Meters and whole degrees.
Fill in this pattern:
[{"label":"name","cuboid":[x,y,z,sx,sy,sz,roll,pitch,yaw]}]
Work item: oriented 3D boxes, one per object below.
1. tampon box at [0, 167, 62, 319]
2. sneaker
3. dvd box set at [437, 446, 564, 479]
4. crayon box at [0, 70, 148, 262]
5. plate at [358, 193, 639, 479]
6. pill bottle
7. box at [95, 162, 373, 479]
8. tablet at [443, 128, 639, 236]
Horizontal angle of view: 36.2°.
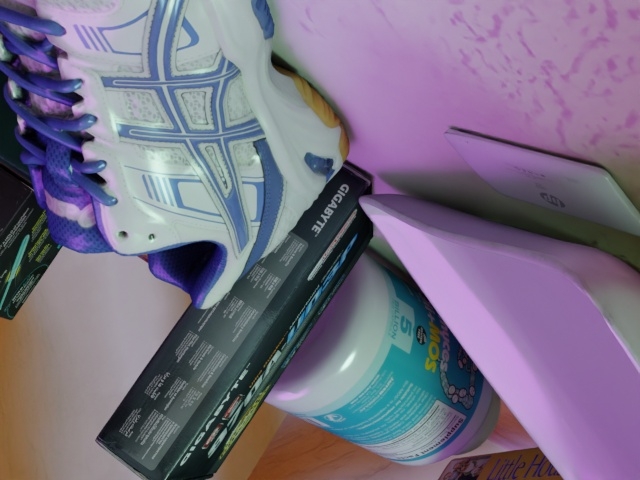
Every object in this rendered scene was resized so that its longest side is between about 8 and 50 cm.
[{"label":"tampon box","cuboid":[-0.321,-0.008,0.918,0.101,0.120,0.161,32,171,6]},{"label":"sneaker","cuboid":[-0.084,-0.057,0.426,0.112,0.131,0.296,29,171,34]},{"label":"dvd box set","cuboid":[0.290,0.267,0.745,0.308,0.062,0.420,39,157,-4]},{"label":"crayon box","cuboid":[-0.235,-0.077,0.985,0.313,0.106,0.363,28,172,24]},{"label":"plate","cuboid":[0.144,0.088,0.475,0.277,0.045,0.278,54,175,-14]},{"label":"pill bottle","cuboid":[0.056,0.110,0.863,0.146,0.146,0.264,24,173,46]},{"label":"box","cuboid":[-0.044,0.056,0.650,0.051,0.220,0.175,33,172,9]},{"label":"tablet","cuboid":[0.093,-0.023,0.402,0.083,0.006,0.054,24,170,48]}]
